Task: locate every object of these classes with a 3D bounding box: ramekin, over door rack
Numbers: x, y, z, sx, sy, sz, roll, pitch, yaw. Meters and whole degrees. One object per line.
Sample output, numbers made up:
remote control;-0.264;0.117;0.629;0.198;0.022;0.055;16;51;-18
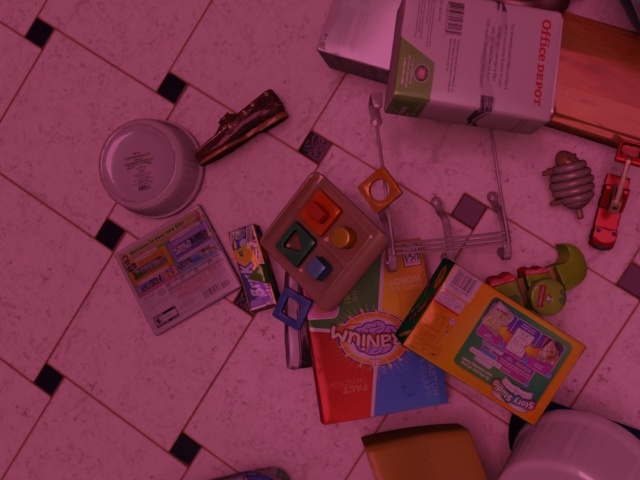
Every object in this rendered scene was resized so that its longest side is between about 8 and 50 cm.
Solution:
ramekin;0.430;0.438;1.501;0.277;0.135;0.277;18;124;29
over door rack;0.220;-0.115;1.647;0.239;0.108;0.324;-6;93;-5
ramekin;-0.348;-0.150;1.805;0.207;0.109;0.207;-1;87;11

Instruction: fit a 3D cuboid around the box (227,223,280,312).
box;-0.130;0.056;1.776;0.059;0.054;0.169;-18;84;10

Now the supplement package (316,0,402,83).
supplement package;0.128;-0.407;1.699;0.203;0.149;0.194;19;91;12

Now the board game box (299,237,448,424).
board game box;0.095;0.169;1.684;0.242;0.064;0.317;-9;85;-7

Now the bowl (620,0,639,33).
bowl;0.595;-0.469;1.537;0.163;0.311;0.312;-27;82;17

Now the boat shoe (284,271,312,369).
boat shoe;-0.030;0.137;1.744;0.076;0.080;0.229;0;80;-11

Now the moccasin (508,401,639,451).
moccasin;0.506;0.389;1.601;0.342;0.137;0.117;20;106;29

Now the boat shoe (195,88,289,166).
boat shoe;-0.167;-0.226;1.791;0.207;0.073;0.073;-32;90;-1

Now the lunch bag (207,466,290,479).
lunch bag;-0.170;0.583;1.727;0.303;0.115;0.243;-17;86;11

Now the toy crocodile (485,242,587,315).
toy crocodile;0.328;0.104;1.627;0.340;0.115;0.105;-20;94;-2

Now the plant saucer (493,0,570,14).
plant saucer;0.369;-0.479;1.658;0.198;0.036;0.199;1;54;-1

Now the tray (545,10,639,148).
tray;0.524;-0.290;1.651;0.410;0.076;0.203;20;91;11

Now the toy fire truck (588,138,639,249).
toy fire truck;0.531;-0.078;1.605;0.047;0.135;0.192;15;90;12

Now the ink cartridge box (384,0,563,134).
ink cartridge box;0.262;-0.306;1.541;0.272;0.115;0.198;9;82;-4

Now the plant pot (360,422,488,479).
plant pot;0.199;0.437;1.620;0.187;0.212;0.212;-19;83;-2

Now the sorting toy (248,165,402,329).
sorting toy;0.000;0.000;1.607;0.196;0.047;0.348;44;106;19

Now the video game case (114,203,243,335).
video game case;-0.291;0.061;1.826;0.212;0.023;0.193;-30;82;9

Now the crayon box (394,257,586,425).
crayon box;0.290;0.173;1.529;0.278;0.081;0.165;32;93;-7

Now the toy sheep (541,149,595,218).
toy sheep;0.463;-0.103;1.649;0.091;0.091;0.132;-16;97;10
